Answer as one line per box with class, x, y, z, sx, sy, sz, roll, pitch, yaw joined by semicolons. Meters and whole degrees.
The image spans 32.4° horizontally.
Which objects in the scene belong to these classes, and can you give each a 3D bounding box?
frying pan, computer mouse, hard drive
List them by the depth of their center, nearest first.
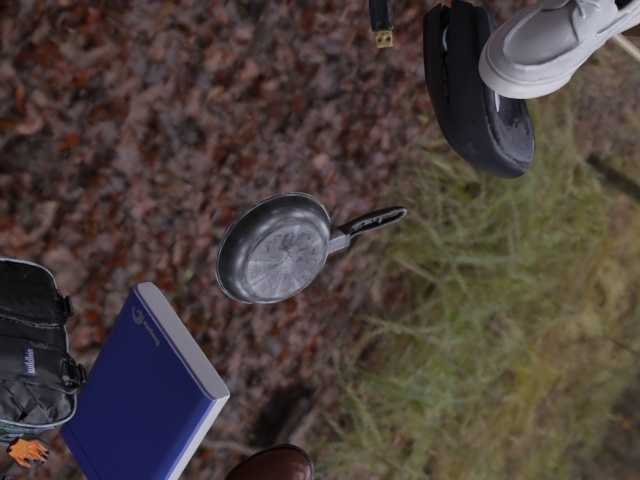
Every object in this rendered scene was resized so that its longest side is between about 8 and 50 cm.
computer mouse;0.110;-0.177;1.092;0.060;0.184;0.262;-29;113;-32
hard drive;-0.257;0.244;1.553;0.040;0.210;0.319;-9;140;-45
frying pan;-0.014;0.025;1.678;0.326;0.053;0.197;7;118;-39

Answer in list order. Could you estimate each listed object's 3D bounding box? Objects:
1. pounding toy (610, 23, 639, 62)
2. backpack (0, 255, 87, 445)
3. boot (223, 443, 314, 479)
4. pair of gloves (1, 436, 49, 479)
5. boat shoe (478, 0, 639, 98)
pounding toy;0.386;-0.288;1.342;0.206;0.094;0.181;-17;109;-23
backpack;-0.426;0.125;1.269;0.191;0.225;0.253;-21;159;22
boot;-0.115;0.334;1.133;0.264;0.096;0.280;-35;-178;2
pair of gloves;-0.316;0.240;1.139;0.083;0.010;0.074;-55;154;-9
boat shoe;0.190;-0.166;0.796;0.184;0.066;0.063;-28;157;-23
